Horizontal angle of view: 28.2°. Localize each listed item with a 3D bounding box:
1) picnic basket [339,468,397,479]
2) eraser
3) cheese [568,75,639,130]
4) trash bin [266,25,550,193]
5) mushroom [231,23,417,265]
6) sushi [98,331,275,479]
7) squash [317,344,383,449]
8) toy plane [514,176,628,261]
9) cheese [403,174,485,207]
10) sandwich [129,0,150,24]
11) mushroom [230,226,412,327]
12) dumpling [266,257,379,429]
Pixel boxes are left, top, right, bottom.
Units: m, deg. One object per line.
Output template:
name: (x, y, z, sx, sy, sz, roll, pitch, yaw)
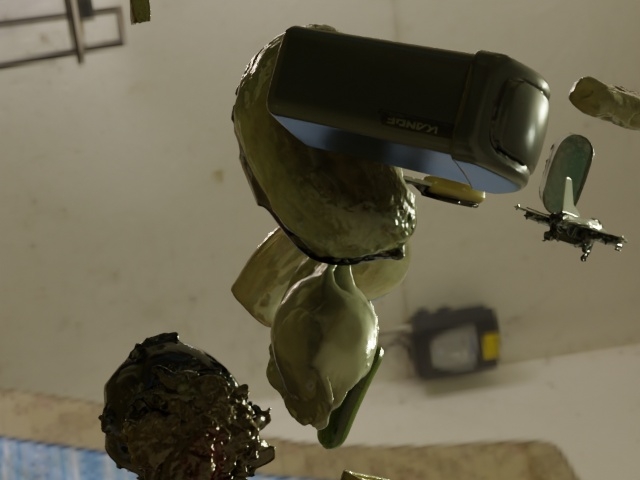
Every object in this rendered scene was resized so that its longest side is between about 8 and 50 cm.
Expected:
picnic basket: (0.157, 0.485, 1.924, 0.313, 0.228, 0.175, 25, 88, -52)
eraser: (0.517, -0.142, 2.703, 0.227, 0.081, 0.174, -41, 146, -81)
cheese: (0.360, -0.145, 1.438, 0.065, 0.194, 0.043, 52, -57, 42)
trash bin: (0.087, -0.117, 1.150, 0.176, 0.236, 0.101, 27, 77, -75)
mushroom: (0.014, -0.132, 1.691, 0.130, 0.247, 0.344, 106, -28, -81)
sushi: (-0.197, 0.272, 1.859, 0.225, 0.238, 0.219, 58, -10, -23)
squash: (0.057, 0.307, 2.521, 0.229, 0.066, 0.066, -63, -176, -4)
toy plane: (0.349, -0.011, 1.724, 0.234, 0.160, 0.082, 37, 74, -58)
cheese: (0.177, -0.084, 1.989, 0.086, 0.162, 0.036, 22, -80, 52)
sandwich: (-0.291, -0.369, 2.059, 0.083, 0.031, 0.044, 99, -24, -52)
mushroom: (0.036, -0.006, 2.235, 0.315, 0.315, 0.356, -122, -140, -77)
dumpling: (-0.011, 0.139, 1.785, 0.193, 0.147, 0.258, -16, -115, 55)
